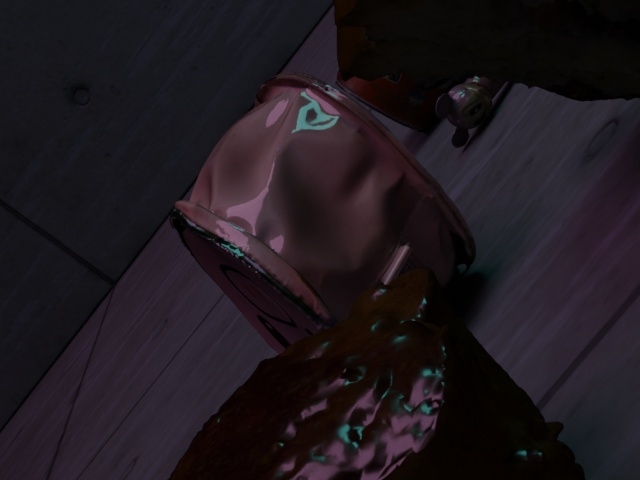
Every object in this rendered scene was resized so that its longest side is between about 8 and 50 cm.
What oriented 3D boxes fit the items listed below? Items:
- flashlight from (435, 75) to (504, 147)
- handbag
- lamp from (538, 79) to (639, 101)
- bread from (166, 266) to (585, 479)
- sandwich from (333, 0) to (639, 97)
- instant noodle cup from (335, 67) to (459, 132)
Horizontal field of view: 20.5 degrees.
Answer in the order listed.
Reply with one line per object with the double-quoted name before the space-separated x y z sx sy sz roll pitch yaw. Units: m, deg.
"flashlight" 0.127 -0.120 1.313 0.031 0.052 0.110 21 64 43
"handbag" -0.001 0.001 1.076 0.116 0.179 0.205 -47 14 -13
"lamp" 0.152 -0.187 0.893 0.247 0.247 0.247 -51 10 13
"bread" 0.001 0.130 0.714 0.232 0.135 0.246 -44 13 43
"sandwich" 0.157 -0.191 0.686 0.131 0.325 0.262 151 119 -68
"instant noodle cup" 0.081 -0.169 1.474 0.135 0.127 0.127 -60 9 9
